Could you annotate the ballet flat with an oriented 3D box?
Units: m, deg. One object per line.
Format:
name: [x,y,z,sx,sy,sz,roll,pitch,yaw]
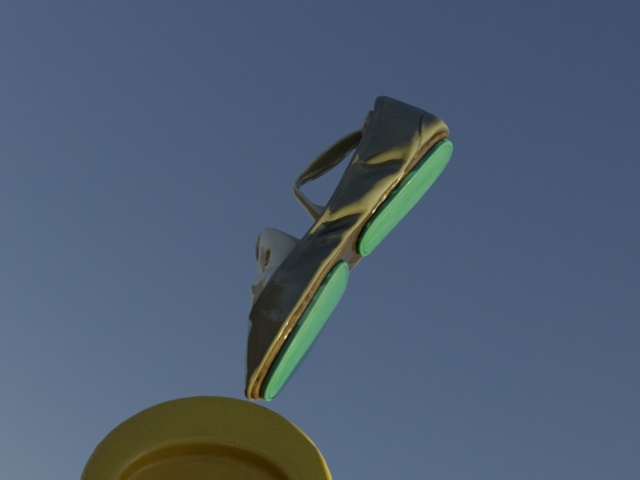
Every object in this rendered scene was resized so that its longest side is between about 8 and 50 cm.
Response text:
ballet flat: [0.000,0.000,0.860,0.068,0.213,0.072,32,-19,15]

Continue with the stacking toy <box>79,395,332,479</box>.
stacking toy: [-0.153,0.213,0.649,0.309,0.279,0.130,3,-45,-1]
